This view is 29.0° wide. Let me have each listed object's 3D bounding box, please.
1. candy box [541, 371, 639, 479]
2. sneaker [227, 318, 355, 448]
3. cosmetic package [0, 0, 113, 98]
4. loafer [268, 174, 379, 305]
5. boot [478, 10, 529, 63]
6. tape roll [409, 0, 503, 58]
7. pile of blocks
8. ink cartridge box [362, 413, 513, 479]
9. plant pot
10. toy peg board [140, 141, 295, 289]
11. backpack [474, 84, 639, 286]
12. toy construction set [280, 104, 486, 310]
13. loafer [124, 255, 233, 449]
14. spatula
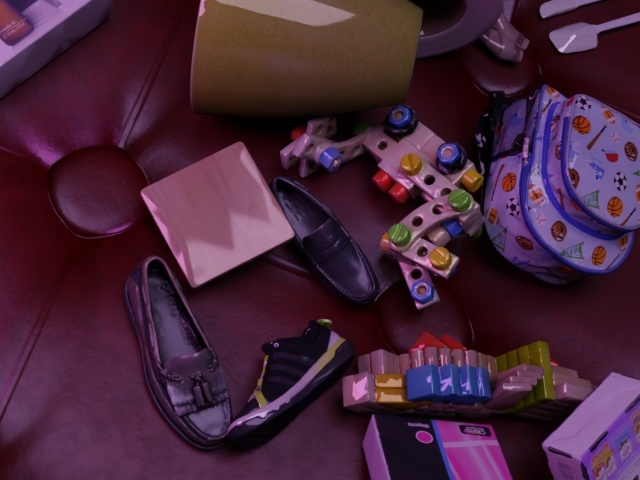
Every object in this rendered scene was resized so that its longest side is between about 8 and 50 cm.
[{"bbox_3d":[0.397,0.309,1.677,0.165,0.070,0.196,-38,121,-29],"label":"candy box"},{"bbox_3d":[-0.056,0.186,1.656,0.097,0.084,0.235,42,51,16],"label":"sneaker"},{"bbox_3d":[-0.523,-0.334,1.744,0.284,0.097,0.377,41,61,7],"label":"cosmetic package"},{"bbox_3d":[0.000,0.000,1.747,0.076,0.078,0.223,-38,79,-3],"label":"loafer"},{"bbox_3d":[0.305,-0.346,2.038,0.087,0.042,0.118,27,62,-10],"label":"boot"},{"bbox_3d":[0.148,-0.414,1.902,0.246,0.246,0.169,2,65,-16],"label":"tape roll"},{"bbox_3d":[0.208,0.174,1.697,0.362,0.149,0.112,3,65,-15],"label":"pile of blocks"},{"bbox_3d":[0.170,0.362,1.541,0.176,0.069,0.371,8,32,-14],"label":"ink cartridge box"},{"bbox_3d":[-0.012,-0.286,1.743,0.293,0.275,0.274,11,62,1],"label":"plant pot"},{"bbox_3d":[-0.143,-0.026,1.737,0.161,0.079,0.161,-28,75,-10],"label":"toy peg board"},{"bbox_3d":[0.368,-0.073,1.827,0.276,0.213,0.263,23,74,-20],"label":"backpack"},{"bbox_3d":[0.106,-0.075,1.797,0.328,0.151,0.215,42,86,13],"label":"toy construction set"},{"bbox_3d":[-0.188,0.145,1.624,0.096,0.084,0.267,-19,72,-24],"label":"loafer"},{"bbox_3d":[0.471,-0.413,2.133,0.242,0.019,0.168,-18,66,-25],"label":"spatula"}]
